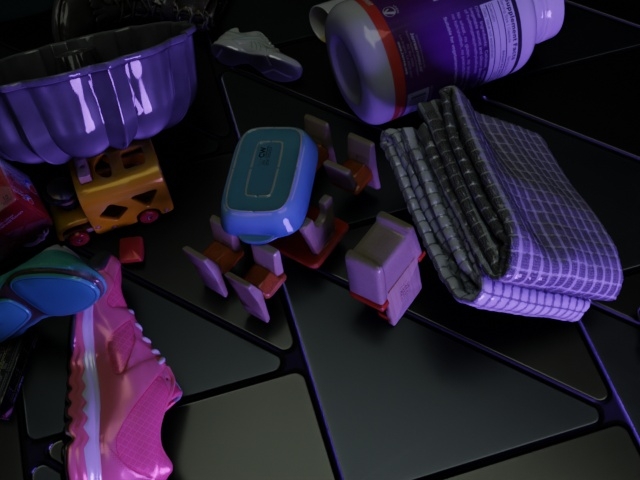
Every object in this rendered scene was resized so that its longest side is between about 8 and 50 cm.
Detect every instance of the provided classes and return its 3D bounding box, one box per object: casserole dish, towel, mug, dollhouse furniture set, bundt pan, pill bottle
[{"bbox_3d":[-0.067,-0.081,0.986,0.114,0.037,0.188,2,54,13],"label":"casserole dish"},{"bbox_3d":[0.231,-0.047,0.967,0.235,0.121,0.284,8,51,-38],"label":"towel"},{"bbox_3d":[0.028,-0.349,1.239,0.064,0.078,0.062,-36,33,-26],"label":"mug"},{"bbox_3d":[0.000,0.000,1.020,0.259,0.135,0.262,27,64,28],"label":"dollhouse furniture set"},{"bbox_3d":[-0.314,-0.197,1.055,0.331,0.124,0.331,-11,23,5],"label":"bundt pan"},{"bbox_3d":[0.181,-0.302,1.130,0.323,0.181,0.181,-23,63,-11],"label":"pill bottle"}]

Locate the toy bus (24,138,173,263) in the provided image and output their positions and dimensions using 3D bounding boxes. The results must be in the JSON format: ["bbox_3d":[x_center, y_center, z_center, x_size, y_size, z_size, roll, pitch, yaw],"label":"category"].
[{"bbox_3d":[-0.305,-0.072,1.058,0.191,0.104,0.202,20,63,12],"label":"toy bus"}]

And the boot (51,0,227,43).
[{"bbox_3d":[-0.274,-0.377,1.235,0.229,0.091,0.263,19,61,12],"label":"boot"}]

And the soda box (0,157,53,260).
[{"bbox_3d":[-0.484,0.008,0.993,0.263,0.083,0.092,-36,64,1],"label":"soda box"}]

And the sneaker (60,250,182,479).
[{"bbox_3d":[-0.239,0.161,0.944,0.136,0.116,0.314,4,58,-19],"label":"sneaker"}]

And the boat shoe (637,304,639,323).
[{"bbox_3d":[0.422,0.134,0.961,0.038,0.046,0.125,-15,70,-12],"label":"boat shoe"}]

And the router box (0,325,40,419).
[{"bbox_3d":[-0.418,0.157,0.971,0.092,0.038,0.122,8,61,5],"label":"router box"}]

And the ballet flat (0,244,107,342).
[{"bbox_3d":[-0.328,0.049,0.904,0.247,0.083,0.087,-23,39,35],"label":"ballet flat"}]

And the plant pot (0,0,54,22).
[{"bbox_3d":[-0.521,-0.457,1.252,0.234,0.166,0.165,-2,61,-9],"label":"plant pot"}]

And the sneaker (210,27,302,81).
[{"bbox_3d":[-0.092,-0.294,1.206,0.152,0.054,0.061,23,61,14],"label":"sneaker"}]
